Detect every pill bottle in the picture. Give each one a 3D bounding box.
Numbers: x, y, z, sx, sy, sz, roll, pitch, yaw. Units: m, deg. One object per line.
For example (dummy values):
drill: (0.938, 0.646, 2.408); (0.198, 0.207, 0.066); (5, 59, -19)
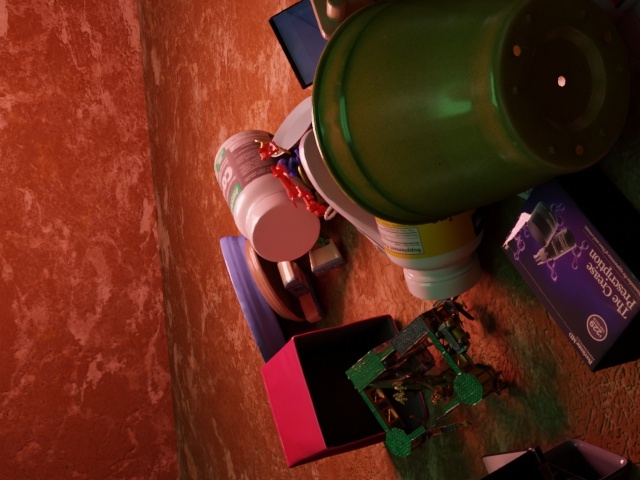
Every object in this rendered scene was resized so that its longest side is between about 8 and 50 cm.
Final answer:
pill bottle: (0.188, -0.069, 1.555); (0.188, 0.188, 0.333); (28, 141, 58)
pill bottle: (-0.134, -0.115, 2.172); (0.361, 0.204, 0.204); (-120, 32, -52)

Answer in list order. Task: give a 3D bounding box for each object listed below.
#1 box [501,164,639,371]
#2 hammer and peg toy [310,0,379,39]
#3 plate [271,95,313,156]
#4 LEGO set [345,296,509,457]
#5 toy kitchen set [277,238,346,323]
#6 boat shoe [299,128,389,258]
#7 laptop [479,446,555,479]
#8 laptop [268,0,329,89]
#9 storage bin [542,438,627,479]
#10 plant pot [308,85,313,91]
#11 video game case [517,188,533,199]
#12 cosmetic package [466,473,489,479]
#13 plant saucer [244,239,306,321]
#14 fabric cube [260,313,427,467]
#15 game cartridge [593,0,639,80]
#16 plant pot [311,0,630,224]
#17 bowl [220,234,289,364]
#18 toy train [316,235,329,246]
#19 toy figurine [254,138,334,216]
box: (0.408, 0.035, 1.299); (0.261, 0.103, 0.184); (60, 150, 36)
hammer and peg toy: (0.113, -0.463, 1.585); (0.127, 0.266, 0.361); (90, 162, -73)
plate: (-0.056, -0.277, 2.119); (0.188, 0.024, 0.188); (-42, 26, 26)
LEGO set: (0.227, 0.252, 1.697); (0.255, 0.192, 0.331); (48, 128, 20)
toy kitchen set: (0.004, 0.105, 2.181); (0.207, 0.166, 0.122); (48, -160, -67)
boat shoe: (0.086, -0.078, 1.745); (0.367, 0.135, 0.156); (41, 164, -11)
laptop: (0.311, 0.550, 1.357); (0.408, 0.237, 0.381); (116, 132, -72)
laptop: (0.014, -0.508, 1.876); (0.234, 0.137, 0.264); (65, 150, 28)
storage bin: (0.427, 0.395, 1.393); (0.135, 0.098, 0.091); (8, 115, 63)
plant pot: (-0.020, -0.470, 2.076); (0.236, 0.032, 0.236); (33, 127, 57)
video game case: (0.347, -0.165, 1.443); (0.173, 0.022, 0.190); (37, 130, 54)
cosmetic package: (0.319, 0.520, 1.679); (0.115, 0.060, 0.041); (70, 152, 25)
plant saucer: (-0.119, 0.093, 2.249); (0.277, 0.041, 0.278); (56, -166, -22)
fabric cube: (0.046, 0.345, 1.953); (0.258, 0.259, 0.254); (-51, 53, 59)
game cartridge: (0.389, -0.406, 1.245); (0.230, 0.068, 0.354); (120, 135, -58)
plant pot: (0.230, -0.207, 1.237); (0.353, 0.367, 0.366); (0, 98, 61)
bowl: (-0.172, 0.163, 2.370); (0.391, 0.077, 0.391); (159, 90, -88)
toy train: (0.000, 0.000, 2.204); (0.083, 0.017, 0.023); (20, 105, 61)
toy figurine: (0.030, -0.192, 1.965); (0.191, 0.217, 0.362); (58, -168, 13)
